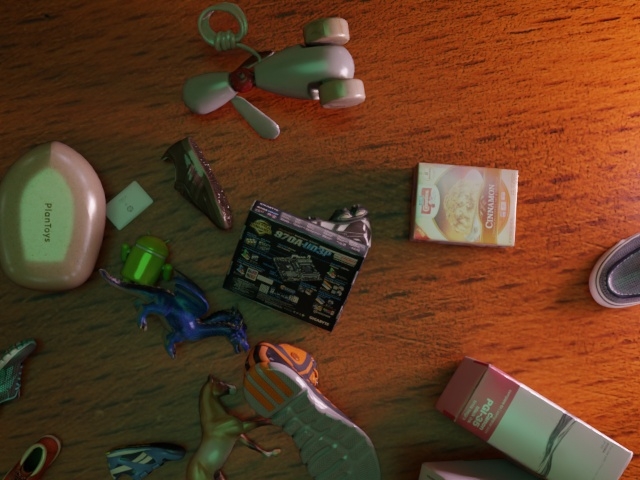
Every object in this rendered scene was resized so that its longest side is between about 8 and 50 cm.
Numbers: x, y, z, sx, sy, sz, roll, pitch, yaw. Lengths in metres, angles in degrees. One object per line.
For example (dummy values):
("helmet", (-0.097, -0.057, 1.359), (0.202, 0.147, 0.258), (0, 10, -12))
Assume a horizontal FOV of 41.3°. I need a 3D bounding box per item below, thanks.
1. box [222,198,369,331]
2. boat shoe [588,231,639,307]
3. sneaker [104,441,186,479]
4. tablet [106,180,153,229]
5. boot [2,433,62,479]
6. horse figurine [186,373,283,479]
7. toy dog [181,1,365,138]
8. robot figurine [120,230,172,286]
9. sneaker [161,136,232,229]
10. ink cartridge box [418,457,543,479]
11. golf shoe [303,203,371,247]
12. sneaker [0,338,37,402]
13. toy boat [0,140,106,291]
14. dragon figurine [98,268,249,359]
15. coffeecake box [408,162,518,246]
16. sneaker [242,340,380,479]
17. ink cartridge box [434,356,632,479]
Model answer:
("box", (-0.047, 0.047, 1.515), (0.220, 0.051, 0.175), (22, 119, 0))
("boat shoe", (0.661, 0.017, 1.542), (0.341, 0.158, 0.127), (-28, 86, -5))
("sneaker", (-0.309, 0.393, 1.513), (0.144, 0.053, 0.059), (-6, 84, 5))
("tablet", (-0.358, -0.065, 1.577), (0.083, 0.006, 0.054), (-41, 88, -5))
("boot", (-0.521, 0.412, 1.484), (0.059, 0.084, 0.158), (34, 85, -1))
("horse figurine", (-0.170, 0.392, 1.513), (0.175, 0.066, 0.263), (23, 81, -6))
("toy dog", (-0.070, -0.298, 1.565), (0.334, 0.161, 0.220), (10, 87, 13))
("robot figurine", (-0.318, 0.042, 1.538), (0.101, 0.067, 0.115), (24, 84, 4))
("sneaker", (-0.227, -0.095, 1.567), (0.071, 0.066, 0.188), (-28, 81, 12))
("ink cartridge box", (0.248, 0.520, 1.427), (0.201, 0.117, 0.278), (7, 98, -34))
("golf shoe", (0.000, 0.000, 1.554), (0.198, 0.077, 0.093), (-15, 86, -3))
("sneaker", (-0.559, 0.248, 1.518), (0.166, 0.065, 0.076), (-46, 105, -3))
("toy boat", (-0.544, -0.052, 1.512), (0.318, 0.148, 0.267), (8, 89, -10))
("dragon figurine", (-0.250, 0.109, 1.499), (0.144, 0.085, 0.289), (-41, 109, 1))
("coffeecake box", (0.263, -0.064, 1.576), (0.186, 0.068, 0.142), (4, 85, -2))
("sneaker", (-0.008, 0.292, 1.485), (0.125, 0.180, 0.321), (-35, 106, 9))
("ink cartridge box", (0.360, 0.327, 1.472), (0.283, 0.207, 0.117), (32, 85, 1))
